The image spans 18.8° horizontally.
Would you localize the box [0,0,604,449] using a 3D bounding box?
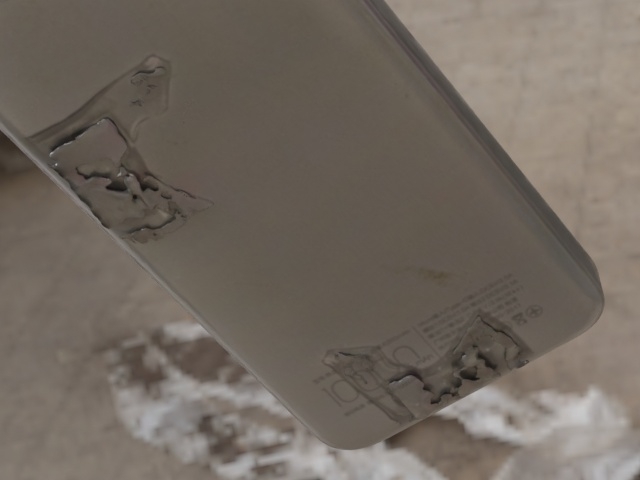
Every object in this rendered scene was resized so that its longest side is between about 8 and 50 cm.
[{"bbox_3d":[-0.014,-0.028,0.743,0.142,0.285,0.044,-29,36,19],"label":"box"}]
